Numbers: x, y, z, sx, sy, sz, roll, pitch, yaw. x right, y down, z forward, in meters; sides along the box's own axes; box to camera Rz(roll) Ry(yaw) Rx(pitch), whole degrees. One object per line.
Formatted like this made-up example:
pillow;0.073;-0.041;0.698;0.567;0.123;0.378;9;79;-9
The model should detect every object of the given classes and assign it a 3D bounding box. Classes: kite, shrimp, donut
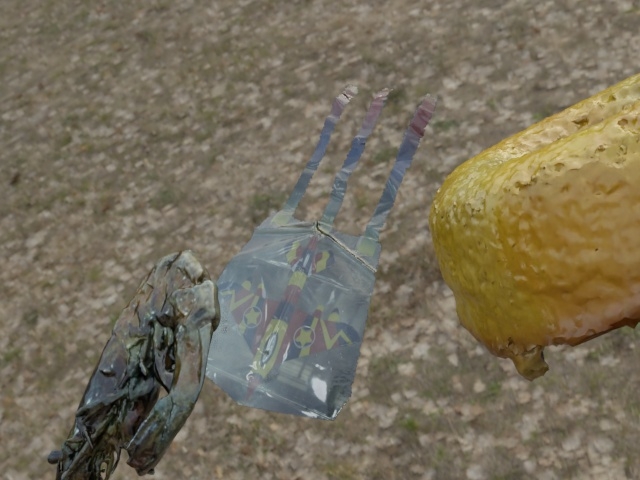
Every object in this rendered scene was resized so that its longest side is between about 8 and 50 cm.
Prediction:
kite;-0.001;-0.001;0.620;0.141;0.015;0.245;18;75;30
shrimp;-0.097;0.082;0.466;0.161;0.034;0.091;-62;35;11
donut;0.173;-0.024;0.525;0.253;0.118;0.253;-29;3;2
